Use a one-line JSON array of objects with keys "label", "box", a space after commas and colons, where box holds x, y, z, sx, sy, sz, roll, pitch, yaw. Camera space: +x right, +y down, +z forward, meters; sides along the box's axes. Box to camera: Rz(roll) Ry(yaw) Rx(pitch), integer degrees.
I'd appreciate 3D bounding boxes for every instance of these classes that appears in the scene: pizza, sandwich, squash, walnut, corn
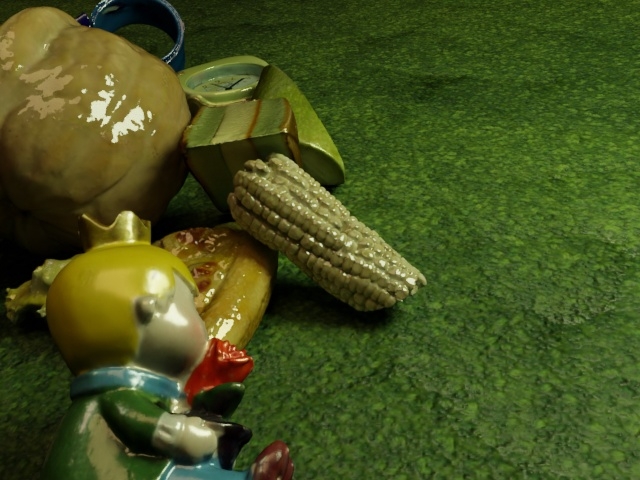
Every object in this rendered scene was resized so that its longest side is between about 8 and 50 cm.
[{"label": "pizza", "box": [-0.189, 0.051, 0.714, 0.288, 0.075, 0.280, -3, 31, 6]}, {"label": "sandwich", "box": [-0.078, -0.071, 0.796, 0.117, 0.144, 0.187, -9, 22, 1]}, {"label": "squash", "box": [-0.035, -0.180, 0.992, 0.169, 0.093, 0.252, -1, 44, 14]}, {"label": "walnut", "box": [-0.293, -0.117, 0.821, 0.296, 0.285, 0.285, 5, 33, 8]}, {"label": "corn", "box": [0.000, 0.000, 0.707, 0.211, 0.087, 0.087, 41, 47, 8]}]

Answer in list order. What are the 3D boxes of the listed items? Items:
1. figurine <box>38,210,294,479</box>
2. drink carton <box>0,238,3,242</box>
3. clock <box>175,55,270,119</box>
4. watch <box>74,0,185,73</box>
[{"label": "figurine", "box": [-0.109, 0.089, 0.522, 0.185, 0.127, 0.234, -5, 59, 10]}, {"label": "drink carton", "box": [-0.424, -0.053, 0.944, 0.056, 0.071, 0.165, -6, 33, 8]}, {"label": "clock", "box": [-0.143, -0.233, 1.174, 0.170, 0.069, 0.232, -21, 35, -21]}, {"label": "watch", "box": [-0.333, -0.338, 1.290, 0.200, 0.196, 0.171, -38, 2, -19]}]
